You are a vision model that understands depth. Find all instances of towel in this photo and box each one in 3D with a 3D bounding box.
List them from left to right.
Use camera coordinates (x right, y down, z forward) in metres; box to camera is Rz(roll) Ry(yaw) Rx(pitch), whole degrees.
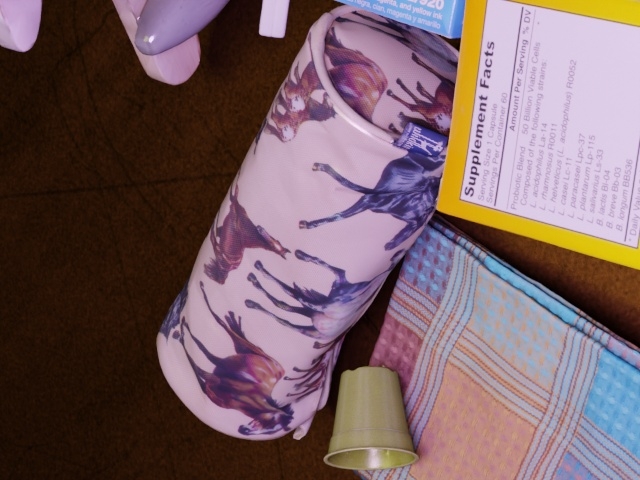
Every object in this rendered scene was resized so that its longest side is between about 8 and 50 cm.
[{"bbox_3d":[0.163,0.171,1.659,0.370,0.040,0.271,37,117,42],"label":"towel"}]

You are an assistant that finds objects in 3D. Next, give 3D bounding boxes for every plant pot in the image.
[{"bbox_3d":[0.044,0.155,1.725,0.083,0.083,0.079,-17,64,40],"label":"plant pot"}]

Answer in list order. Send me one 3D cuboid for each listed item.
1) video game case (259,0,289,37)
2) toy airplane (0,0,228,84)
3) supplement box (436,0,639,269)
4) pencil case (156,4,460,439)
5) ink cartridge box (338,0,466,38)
[{"bbox_3d":[-0.017,-0.340,1.635,0.285,0.025,0.204,101,176,-47],"label":"video game case"},{"bbox_3d":[-0.170,-0.338,1.696,0.272,0.386,0.384,-1,90,14],"label":"toy airplane"},{"bbox_3d":[0.292,-0.083,1.456,0.356,0.195,0.194,18,107,36],"label":"supplement box"},{"bbox_3d":[0.000,0.000,1.698,0.183,0.160,0.410,34,129,5],"label":"pencil case"},{"bbox_3d":[0.111,-0.299,1.591,0.168,0.171,0.233,23,111,35],"label":"ink cartridge box"}]
